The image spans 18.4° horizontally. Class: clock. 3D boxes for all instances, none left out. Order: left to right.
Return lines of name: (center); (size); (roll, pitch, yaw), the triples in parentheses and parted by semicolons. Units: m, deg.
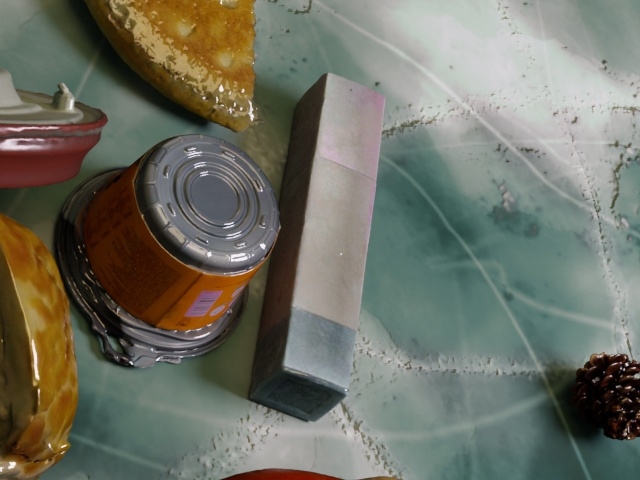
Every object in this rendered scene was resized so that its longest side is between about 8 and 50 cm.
clock: (-0.316, -0.104, 1.448); (0.318, 0.318, 0.080); (3, 102, -31)

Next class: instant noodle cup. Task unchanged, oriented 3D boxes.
instant noodle cup: (-0.113, -0.009, 1.615); (0.177, 0.125, 0.208); (15, 56, -24)

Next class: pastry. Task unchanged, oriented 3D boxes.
pastry: (-0.263, 0.083, 1.412); (0.170, 0.237, 0.256); (22, 44, -55)

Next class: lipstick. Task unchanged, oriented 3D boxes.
lipstick: (0.000, 0.000, 1.720); (0.068, 0.066, 0.317); (21, 53, -19)

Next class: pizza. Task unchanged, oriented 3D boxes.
pizza: (-0.131, -0.225, 1.780); (0.292, 0.058, 0.197); (52, 48, 2)

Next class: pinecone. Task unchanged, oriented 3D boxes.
pinecone: (0.272, 0.142, 1.800); (0.077, 0.077, 0.083); (0, 23, -32)

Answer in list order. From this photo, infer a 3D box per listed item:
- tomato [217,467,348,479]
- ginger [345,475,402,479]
tomato: (-0.032, 0.320, 1.355); (0.325, 0.293, 0.290); (8, 57, -11)
ginger: (0.017, 0.238, 1.587); (0.190, 0.069, 0.095); (-4, 60, -33)
